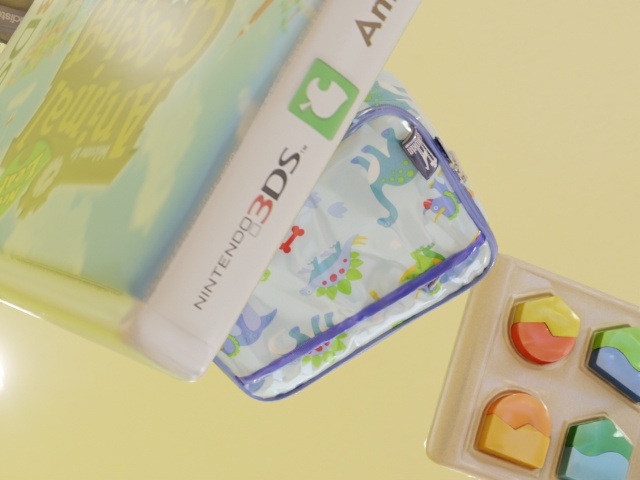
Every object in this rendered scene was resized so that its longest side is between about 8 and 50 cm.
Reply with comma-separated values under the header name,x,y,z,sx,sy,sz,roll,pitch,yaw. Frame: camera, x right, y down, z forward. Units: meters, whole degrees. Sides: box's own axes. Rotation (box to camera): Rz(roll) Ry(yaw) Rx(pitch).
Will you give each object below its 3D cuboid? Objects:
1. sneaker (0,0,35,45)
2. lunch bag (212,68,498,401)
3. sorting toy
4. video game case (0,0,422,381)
name,x,y,z,sx,sy,sz,roll,pitch,yaw
sneaker,-0.251,-0.153,0.940,0.300,0.111,0.121,10,-75,24
lunch bag,0.000,0.000,1.128,0.176,0.219,0.090,56,8,-33
sorting toy,0.211,0.129,1.416,0.038,0.208,0.193,137,-29,-73
video game case,-0.030,-0.068,0.419,0.023,0.193,0.212,35,-10,-25
